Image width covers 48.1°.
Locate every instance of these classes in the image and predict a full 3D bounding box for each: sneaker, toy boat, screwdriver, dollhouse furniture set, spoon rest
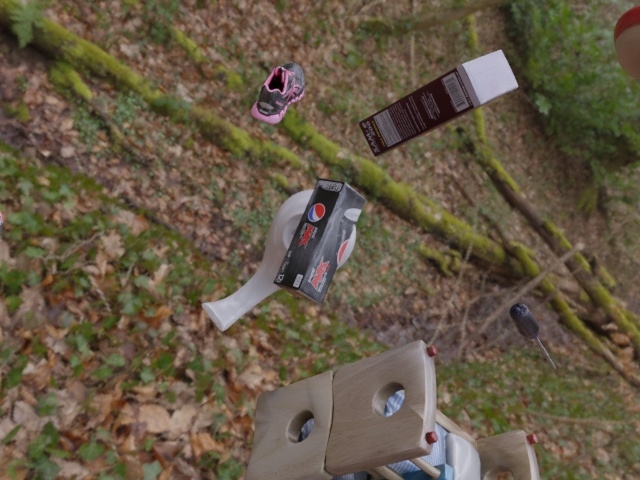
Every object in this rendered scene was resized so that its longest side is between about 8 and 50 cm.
[{"bbox_3d":[-0.047,-0.197,0.893,0.047,0.057,0.119,18,45,5],"label":"sneaker"},{"bbox_3d":[0.569,-0.333,1.095,0.151,0.231,0.151,86,4,-77],"label":"toy boat"},{"bbox_3d":[0.236,0.109,0.787,0.025,0.024,0.170,40,-5,38],"label":"screwdriver"},{"bbox_3d":[0.042,0.178,0.396,0.129,0.129,0.183,41,38,-32],"label":"dollhouse furniture set"},{"bbox_3d":[-0.064,0.033,1.139,0.137,0.276,0.084,51,11,9],"label":"spoon rest"}]

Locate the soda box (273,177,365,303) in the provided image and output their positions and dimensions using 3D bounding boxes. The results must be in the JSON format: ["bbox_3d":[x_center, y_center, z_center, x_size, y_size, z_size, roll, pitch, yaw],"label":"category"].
[{"bbox_3d":[0.000,0.000,1.012,0.060,0.053,0.168,36,73,-46],"label":"soda box"}]

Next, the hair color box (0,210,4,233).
[{"bbox_3d":[-0.377,-0.019,0.616,0.093,0.167,0.053,85,-3,-52],"label":"hair color box"}]

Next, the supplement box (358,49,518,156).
[{"bbox_3d":[0.195,-0.228,1.212,0.130,0.239,0.073,-29,95,-42],"label":"supplement box"}]
